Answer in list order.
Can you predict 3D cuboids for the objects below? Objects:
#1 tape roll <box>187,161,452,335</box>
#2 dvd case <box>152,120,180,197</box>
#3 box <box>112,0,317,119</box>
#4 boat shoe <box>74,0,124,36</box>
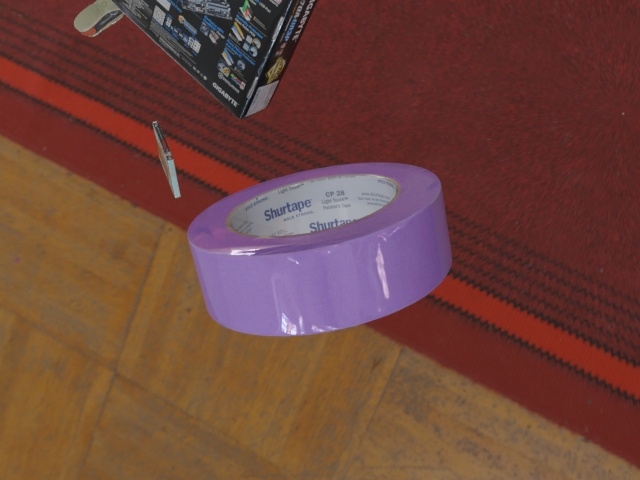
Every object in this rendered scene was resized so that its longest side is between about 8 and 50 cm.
[{"bbox_3d":[0.000,0.000,0.911,0.275,0.275,0.090,-5,111,20],"label":"tape roll"},{"bbox_3d":[-0.274,-0.145,1.498,0.013,0.119,0.087,-17,137,-14],"label":"dvd case"},{"bbox_3d":[-0.118,-0.265,0.899,0.220,0.051,0.175,43,135,13],"label":"box"},{"bbox_3d":[-0.358,-0.397,1.443,0.137,0.043,0.049,-34,76,8],"label":"boat shoe"}]
